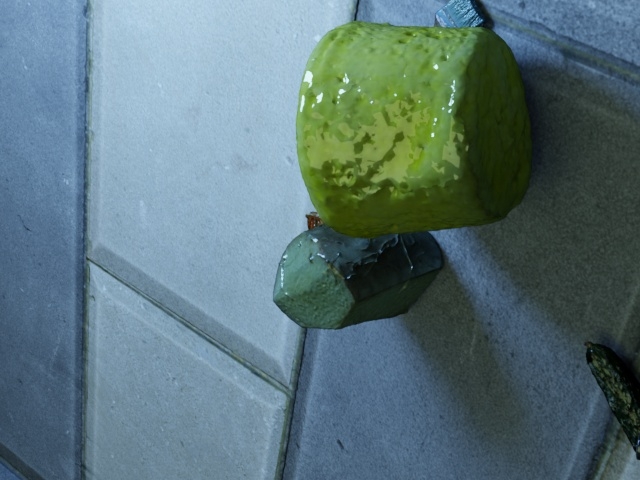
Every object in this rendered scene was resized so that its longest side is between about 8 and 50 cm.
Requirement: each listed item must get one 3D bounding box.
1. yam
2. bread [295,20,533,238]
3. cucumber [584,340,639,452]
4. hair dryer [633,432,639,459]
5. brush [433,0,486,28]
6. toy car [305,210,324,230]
[{"bbox_3d":[0.055,0.054,1.973,0.201,0.271,0.202,47,130,15],"label":"yam"},{"bbox_3d":[0.150,-0.174,1.713,0.308,0.348,0.348,-1,112,35],"label":"bread"},{"bbox_3d":[0.518,0.286,1.823,0.067,0.067,0.293,-31,89,47],"label":"cucumber"},{"bbox_3d":[0.610,0.249,1.710,0.236,0.091,0.271,7,104,23],"label":"hair dryer"},{"bbox_3d":[0.190,-0.333,1.814,0.196,0.021,0.070,-30,91,49],"label":"brush"},{"bbox_3d":[0.000,0.000,2.160,0.059,0.035,0.122,16,121,32],"label":"toy car"}]
